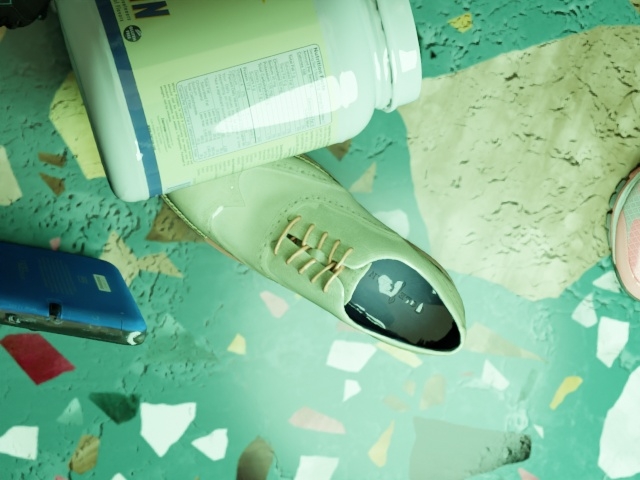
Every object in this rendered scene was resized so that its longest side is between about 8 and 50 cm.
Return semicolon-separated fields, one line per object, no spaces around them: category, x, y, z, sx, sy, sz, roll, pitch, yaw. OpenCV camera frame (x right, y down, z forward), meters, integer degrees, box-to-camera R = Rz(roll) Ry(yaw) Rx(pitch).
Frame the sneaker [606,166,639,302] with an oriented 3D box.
sneaker;0.431;-0.071;1.791;0.116;0.136;0.314;22;95;-15

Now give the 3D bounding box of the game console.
game console;-0.327;0.108;1.563;0.250;0.293;0.173;11;99;-16

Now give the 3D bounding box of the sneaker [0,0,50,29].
sneaker;-0.341;-0.256;1.590;0.267;0.101;0.106;-26;108;-7

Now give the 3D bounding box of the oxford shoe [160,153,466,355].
oxford shoe;0.000;0.000;1.693;0.397;0.146;0.140;28;96;-14

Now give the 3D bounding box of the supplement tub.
supplement tub;-0.083;-0.190;1.569;0.325;0.235;0.235;-17;104;-8
